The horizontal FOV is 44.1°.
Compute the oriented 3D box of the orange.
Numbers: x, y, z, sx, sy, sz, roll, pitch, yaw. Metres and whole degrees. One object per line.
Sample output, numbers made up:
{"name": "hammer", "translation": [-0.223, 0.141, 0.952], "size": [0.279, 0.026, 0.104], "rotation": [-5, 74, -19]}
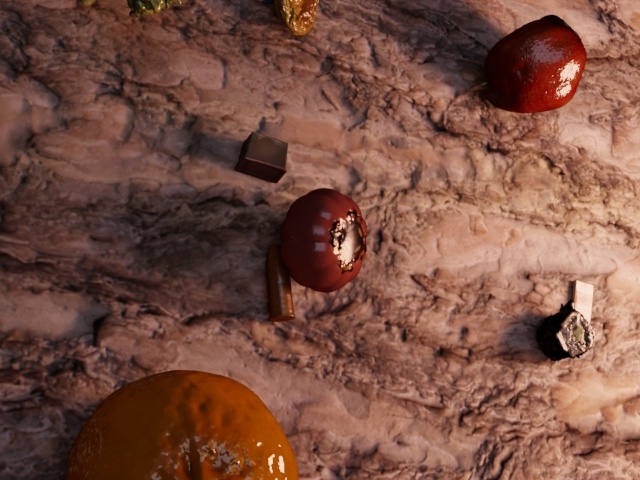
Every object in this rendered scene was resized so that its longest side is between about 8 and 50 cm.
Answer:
{"name": "orange", "translation": [-0.192, 0.352, 1.124], "size": [0.340, 0.293, 0.341], "rotation": [6, 73, -20]}

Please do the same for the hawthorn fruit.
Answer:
{"name": "hawthorn fruit", "translation": [0.416, -0.348, 1.603], "size": [0.251, 0.189, 0.190], "rotation": [-17, 84, -17]}

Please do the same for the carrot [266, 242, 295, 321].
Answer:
{"name": "carrot", "translation": [-0.074, 0.071, 1.374], "size": [0.048, 0.048, 0.139], "rotation": [-2, 77, -23]}

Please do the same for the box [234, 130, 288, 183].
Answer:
{"name": "box", "translation": [-0.103, -0.150, 1.408], "size": [0.084, 0.060, 0.063], "rotation": [15, 68, -17]}

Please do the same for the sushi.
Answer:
{"name": "sushi", "translation": [0.477, 0.182, 1.552], "size": [0.094, 0.084, 0.098], "rotation": [-35, 87, -21]}

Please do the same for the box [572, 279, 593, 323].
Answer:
{"name": "box", "translation": [0.538, 0.127, 1.628], "size": [0.046, 0.012, 0.083], "rotation": [16, 72, -18]}

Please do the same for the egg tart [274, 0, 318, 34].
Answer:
{"name": "egg tart", "translation": [-0.049, -0.452, 1.486], "size": [0.130, 0.052, 0.131], "rotation": [-21, 115, -57]}

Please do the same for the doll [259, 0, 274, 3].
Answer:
{"name": "doll", "translation": [-0.135, -0.485, 1.477], "size": [0.142, 0.057, 0.099], "rotation": [29, 68, -19]}

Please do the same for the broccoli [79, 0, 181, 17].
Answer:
{"name": "broccoli", "translation": [-0.301, -0.501, 1.315], "size": [0.235, 0.260, 0.288], "rotation": [21, 26, -3]}

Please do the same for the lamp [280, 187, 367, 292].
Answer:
{"name": "lamp", "translation": [0.000, 0.000, 1.372], "size": [0.182, 0.140, 0.182], "rotation": [3, 86, -53]}
